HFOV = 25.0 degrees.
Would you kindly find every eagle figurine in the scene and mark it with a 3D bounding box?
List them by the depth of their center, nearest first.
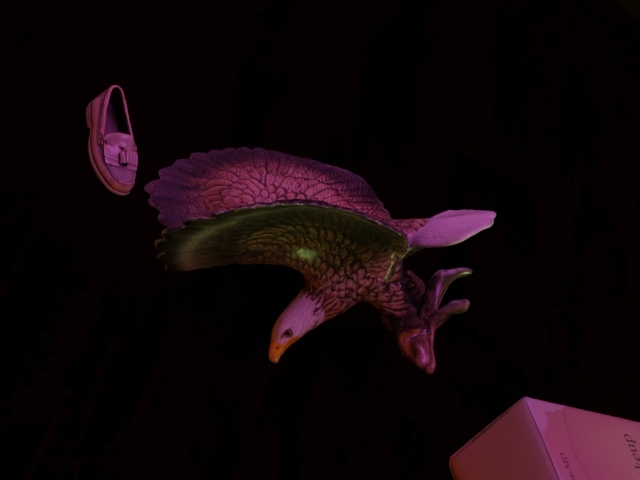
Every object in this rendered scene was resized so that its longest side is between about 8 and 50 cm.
[{"bbox_3d":[-0.005,0.009,1.369,0.298,0.226,0.225,39,52,-15],"label":"eagle figurine"}]

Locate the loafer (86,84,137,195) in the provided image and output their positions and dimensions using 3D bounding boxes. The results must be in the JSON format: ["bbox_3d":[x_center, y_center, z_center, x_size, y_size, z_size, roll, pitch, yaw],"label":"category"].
[{"bbox_3d":[-0.202,-0.101,1.416,0.045,0.039,0.125,16,40,-37],"label":"loafer"}]

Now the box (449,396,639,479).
[{"bbox_3d":[0.293,0.267,1.444,0.311,0.121,0.148,15,42,-37],"label":"box"}]
